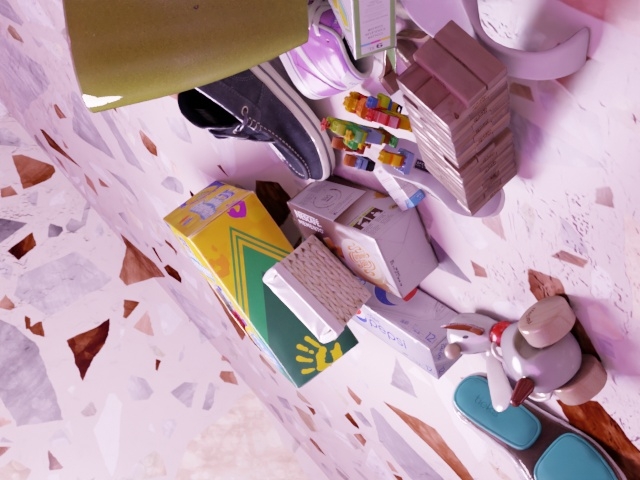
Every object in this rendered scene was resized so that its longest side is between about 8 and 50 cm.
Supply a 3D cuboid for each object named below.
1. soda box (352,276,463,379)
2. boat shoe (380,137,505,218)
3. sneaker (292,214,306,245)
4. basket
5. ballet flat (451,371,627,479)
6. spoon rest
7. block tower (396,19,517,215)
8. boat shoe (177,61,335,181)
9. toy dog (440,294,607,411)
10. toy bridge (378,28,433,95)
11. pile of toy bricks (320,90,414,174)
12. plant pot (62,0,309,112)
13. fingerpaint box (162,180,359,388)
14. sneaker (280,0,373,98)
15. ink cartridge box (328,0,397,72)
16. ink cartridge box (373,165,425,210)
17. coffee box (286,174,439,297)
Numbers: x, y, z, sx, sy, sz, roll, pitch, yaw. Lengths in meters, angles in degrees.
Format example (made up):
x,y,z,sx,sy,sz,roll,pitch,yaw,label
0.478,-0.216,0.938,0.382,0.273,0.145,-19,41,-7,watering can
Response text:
x,y,z,sx,sy,sz,roll,pitch,yaw,label
0.137,0.131,1.965,0.286,0.091,0.098,33,155,38,soda box
0.186,-0.090,1.536,0.219,0.077,0.070,33,-170,38,boat shoe
0.000,0.000,2.063,0.073,0.063,0.162,23,147,44,sneaker
-0.004,0.085,1.885,0.167,0.103,0.113,47,162,0,basket
0.395,0.372,1.844,0.400,0.139,0.139,40,157,36,ballet flat
0.175,-0.264,1.237,0.276,0.084,0.137,36,155,30,spoon rest
0.173,-0.139,1.309,0.097,0.091,0.335,47,177,22,block tower
-0.147,-0.236,1.724,0.187,0.156,0.500,36,174,45,boat shoe
0.290,0.192,1.665,0.220,0.161,0.333,49,159,3,toy dog
0.120,-0.253,1.445,0.063,0.026,0.188,52,160,-3,toy bridge
0.053,-0.158,1.536,0.212,0.105,0.118,42,119,60,pile of toy bricks
-0.166,-0.317,1.388,0.275,0.294,0.274,174,90,-88,plant pot
-0.141,0.076,2.208,0.371,0.163,0.445,56,171,-14,fingerpaint box
-0.023,-0.337,1.513,0.282,0.102,0.161,50,153,-20,sneaker
0.051,-0.309,1.363,0.209,0.062,0.109,81,169,-61,ink cartridge box
0.125,-0.091,1.703,0.083,0.028,0.048,52,159,-7,ink cartridge box
0.071,-0.013,1.844,0.246,0.098,0.141,25,148,48,coffee box
